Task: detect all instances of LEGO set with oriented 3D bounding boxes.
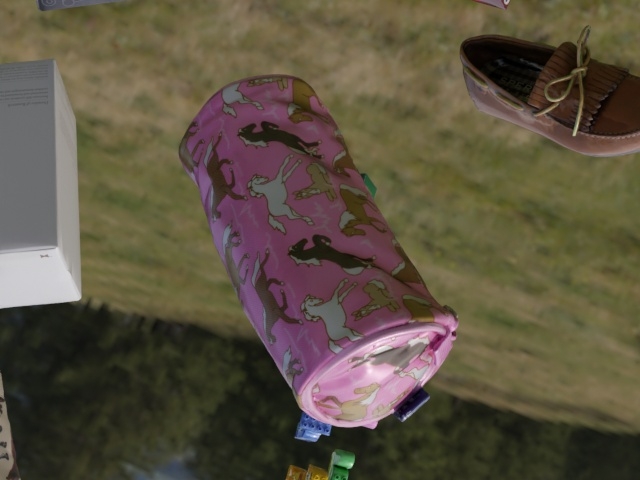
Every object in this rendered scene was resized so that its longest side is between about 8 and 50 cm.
[{"bbox_3d":[0.009,0.263,1.741,0.087,0.227,0.093,18,166,-16],"label":"LEGO set"}]

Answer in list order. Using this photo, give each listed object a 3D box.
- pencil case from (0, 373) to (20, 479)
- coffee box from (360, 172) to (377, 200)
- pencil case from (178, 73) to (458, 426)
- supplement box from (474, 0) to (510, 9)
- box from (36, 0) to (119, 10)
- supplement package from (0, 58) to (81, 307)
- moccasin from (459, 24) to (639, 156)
[{"bbox_3d":[-0.475,0.299,1.939,0.160,0.410,0.183,-10,-178,17],"label":"pencil case"},{"bbox_3d":[0.000,0.000,1.933,0.113,0.184,0.040,-7,142,32],"label":"coffee box"},{"bbox_3d":[-0.009,-0.001,1.491,0.167,0.160,0.386,14,-145,-42],"label":"pencil case"},{"bbox_3d":[0.112,-0.357,1.774,0.239,0.073,0.130,19,170,24],"label":"supplement box"},{"bbox_3d":[-0.242,-0.411,1.912,0.270,0.143,0.165,-9,149,-8],"label":"box"},{"bbox_3d":[-0.430,-0.074,2.056,0.175,0.293,0.177,-6,154,-1],"label":"supplement package"},{"bbox_3d":[0.354,-0.226,2.168,0.380,0.139,0.147,32,165,47],"label":"moccasin"}]
